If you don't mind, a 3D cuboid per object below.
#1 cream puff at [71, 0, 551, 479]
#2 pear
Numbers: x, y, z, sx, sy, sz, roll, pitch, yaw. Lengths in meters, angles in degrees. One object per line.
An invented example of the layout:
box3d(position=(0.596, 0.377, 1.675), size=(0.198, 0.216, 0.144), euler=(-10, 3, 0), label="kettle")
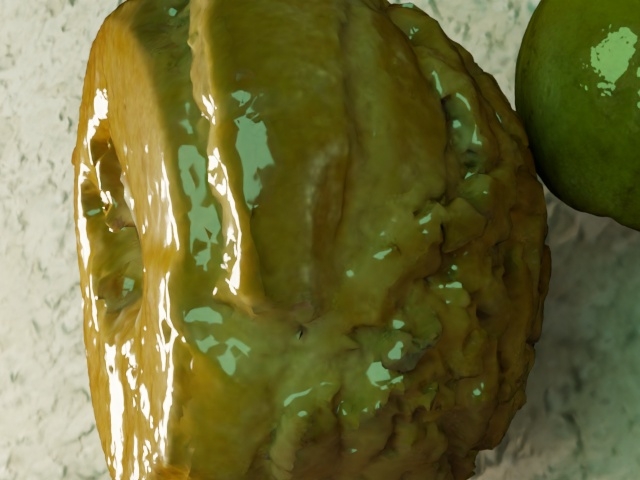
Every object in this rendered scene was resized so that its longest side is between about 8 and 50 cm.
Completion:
box3d(position=(0.000, 0.000, 0.829), size=(0.343, 0.231, 0.327), euler=(109, 154, -45), label="cream puff")
box3d(position=(0.177, -0.082, 0.835), size=(0.149, 0.149, 0.162), euler=(11, 81, 36), label="pear")
